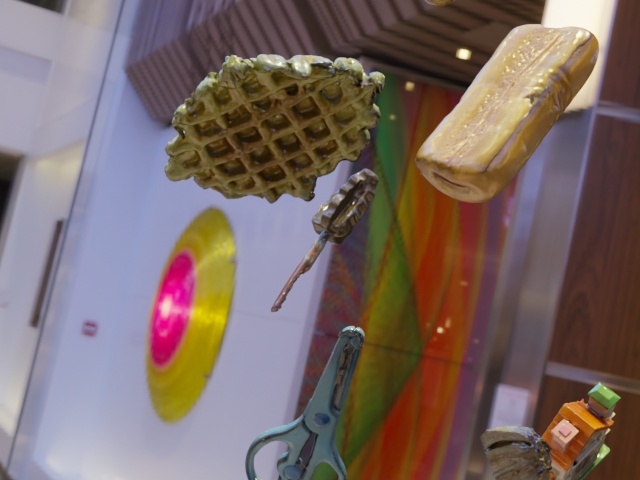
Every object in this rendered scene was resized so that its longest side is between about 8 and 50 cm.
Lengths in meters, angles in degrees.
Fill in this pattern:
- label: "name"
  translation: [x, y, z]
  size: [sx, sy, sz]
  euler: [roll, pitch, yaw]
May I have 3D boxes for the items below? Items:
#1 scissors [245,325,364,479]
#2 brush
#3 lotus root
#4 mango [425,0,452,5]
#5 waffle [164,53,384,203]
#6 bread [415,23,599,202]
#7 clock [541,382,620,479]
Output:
- label: "scissors"
  translation: [-0.007, 0.298, 1.707]
  size: [0.180, 0.393, 0.032]
  euler: [18, 28, -4]
- label: "brush"
  translation: [0.000, 0.000, 1.715]
  size: [0.071, 0.301, 0.084]
  euler: [36, -24, 1]
- label: "lotus root"
  translation: [0.362, 0.389, 1.791]
  size: [0.070, 0.143, 0.144]
  euler: [-2, -20, -28]
- label: "mango"
  translation: [0.195, -0.443, 1.616]
  size: [0.076, 0.161, 0.103]
  euler: [15, -36, -4]
- label: "waffle"
  translation: [-0.071, -0.165, 1.493]
  size: [0.317, 0.073, 0.297]
  euler: [5, -41, -27]
- label: "bread"
  translation: [0.250, -0.169, 1.343]
  size: [0.142, 0.305, 0.091]
  euler: [14, -34, 46]
- label: "clock"
  translation: [0.578, 0.461, 2.346]
  size: [0.106, 0.219, 0.255]
  euler: [38, -28, 30]
